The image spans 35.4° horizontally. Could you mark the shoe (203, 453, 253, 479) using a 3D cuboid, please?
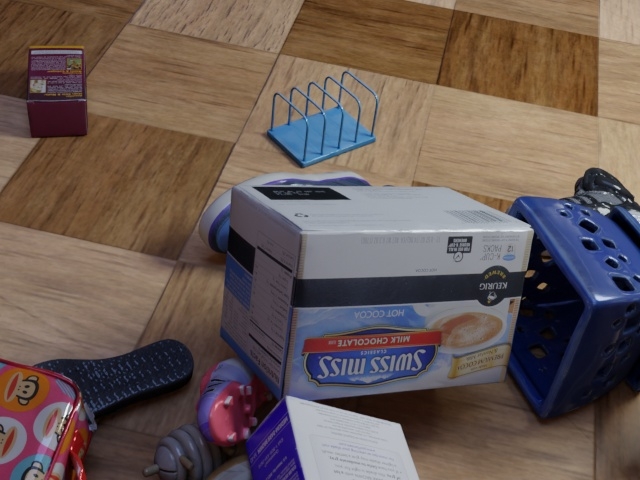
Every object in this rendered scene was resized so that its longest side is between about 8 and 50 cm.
[{"bbox_3d":[-0.133,0.327,1.218,0.219,0.077,0.058,-22,44,-29],"label":"shoe"}]

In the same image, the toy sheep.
[{"bbox_3d":[-0.164,0.275,1.269,0.132,0.091,0.091,-6,41,-39],"label":"toy sheep"}]

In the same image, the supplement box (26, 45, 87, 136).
[{"bbox_3d":[-0.484,-0.277,1.845,0.104,0.081,0.188,-3,42,-12],"label":"supplement box"}]

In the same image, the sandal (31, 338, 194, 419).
[{"bbox_3d":[-0.295,0.204,1.361,0.254,0.054,0.097,-9,54,-22],"label":"sandal"}]

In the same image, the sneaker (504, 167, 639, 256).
[{"bbox_3d":[0.432,-0.051,1.715,0.268,0.101,0.153,6,40,-10],"label":"sneaker"}]

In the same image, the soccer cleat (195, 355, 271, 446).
[{"bbox_3d":[-0.126,0.206,1.304,0.095,0.083,0.248,-2,10,13],"label":"soccer cleat"}]

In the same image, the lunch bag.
[{"bbox_3d":[-0.395,0.282,1.177,0.258,0.120,0.293,12,52,7],"label":"lunch bag"}]

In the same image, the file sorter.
[{"bbox_3d":[0.006,-0.229,1.846,0.170,0.104,0.118,-23,49,-29],"label":"file sorter"}]

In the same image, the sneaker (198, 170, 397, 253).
[{"bbox_3d":[0.000,0.000,1.566,0.322,0.130,0.236,-13,41,-29],"label":"sneaker"}]

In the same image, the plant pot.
[{"bbox_3d":[0.388,0.088,1.455,0.212,0.236,0.236,-4,41,-20],"label":"plant pot"}]

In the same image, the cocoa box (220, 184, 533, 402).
[{"bbox_3d":[0.068,0.061,1.349,0.347,0.228,0.231,-1,17,-26],"label":"cocoa box"}]

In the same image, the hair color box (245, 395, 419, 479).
[{"bbox_3d":[0.041,0.354,1.145,0.185,0.110,0.339,20,32,-30],"label":"hair color box"}]
